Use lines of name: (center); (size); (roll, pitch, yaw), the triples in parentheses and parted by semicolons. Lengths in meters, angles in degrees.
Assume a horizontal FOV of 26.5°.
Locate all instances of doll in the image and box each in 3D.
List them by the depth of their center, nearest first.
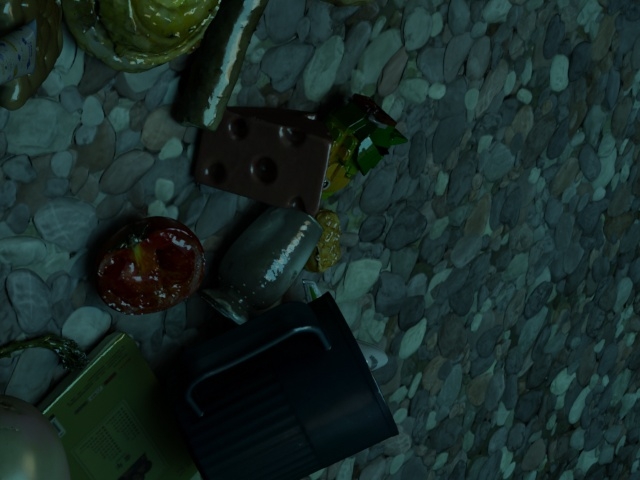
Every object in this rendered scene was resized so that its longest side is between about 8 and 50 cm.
doll: (0.041, -0.144, 2.145); (0.186, 0.106, 0.134); (-41, 148, -5)

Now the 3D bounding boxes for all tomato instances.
tomato: (-0.246, 0.025, 1.912); (0.159, 0.091, 0.139); (-29, 126, -2)

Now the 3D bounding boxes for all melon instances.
melon: (-0.435, 0.354, 1.755); (0.223, 0.223, 0.317); (-5, 114, -49)

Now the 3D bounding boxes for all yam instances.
yam: (-0.121, -0.301, 1.889); (0.071, 0.067, 0.317); (17, 96, -32)

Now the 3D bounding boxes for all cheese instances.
cheese: (-0.053, -0.133, 1.999); (0.177, 0.202, 0.128); (-28, 131, -65)

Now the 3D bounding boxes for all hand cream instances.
hand cream: (-0.338, -0.188, 1.432); (0.171, 0.043, 0.065); (-51, 152, -66)

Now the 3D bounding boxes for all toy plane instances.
toy plane: (-0.011, 0.180, 2.242); (0.255, 0.101, 0.251); (6, 106, -22)

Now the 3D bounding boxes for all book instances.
book: (-0.317, 0.317, 2.033); (0.239, 0.035, 0.352); (-45, 139, -21)

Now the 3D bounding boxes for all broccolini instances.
broccolini: (-0.398, 0.154, 1.852); (0.194, 0.054, 0.052); (5, 76, -44)

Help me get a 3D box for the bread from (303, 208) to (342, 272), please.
bread: (0.000, 0.000, 2.228); (0.083, 0.044, 0.111); (-28, 128, -40)

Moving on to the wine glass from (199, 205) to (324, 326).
wine glass: (-0.090, 0.037, 2.082); (0.204, 0.111, 0.111); (-53, 142, -10)

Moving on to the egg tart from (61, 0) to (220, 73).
egg tart: (-0.209, -0.343, 1.741); (0.279, 0.095, 0.279); (-26, 128, -39)

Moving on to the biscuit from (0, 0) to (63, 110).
biscuit: (-0.335, -0.328, 1.545); (0.217, 0.044, 0.325); (-84, 176, -64)

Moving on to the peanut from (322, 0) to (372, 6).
peanut: (0.100, -0.459, 2.015); (0.325, 0.140, 0.153); (-44, 157, -32)

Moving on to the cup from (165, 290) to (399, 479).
cup: (-0.064, 0.244, 2.030); (0.292, 0.242, 0.308); (-26, 173, -1)
